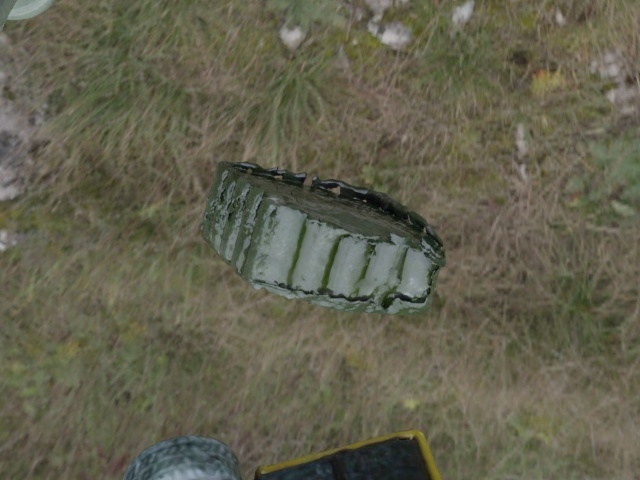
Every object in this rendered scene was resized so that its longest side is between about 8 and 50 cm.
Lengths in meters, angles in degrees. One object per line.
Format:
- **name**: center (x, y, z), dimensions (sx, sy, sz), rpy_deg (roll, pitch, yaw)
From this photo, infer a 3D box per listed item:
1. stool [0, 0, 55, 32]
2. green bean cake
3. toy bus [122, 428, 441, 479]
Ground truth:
- **stool**: center (-0.383, -0.261, 1.099), dimensions (0.195, 0.199, 0.195), rpy_deg (35, 138, -13)
- **green bean cake**: center (0.000, 0.000, 1.303), dimensions (0.241, 0.255, 0.132), rpy_deg (13, 101, -27)
- **toy bus**: center (-0.105, 0.172, 0.410), dimensions (0.335, 0.121, 0.123), rpy_deg (-14, 130, -5)
